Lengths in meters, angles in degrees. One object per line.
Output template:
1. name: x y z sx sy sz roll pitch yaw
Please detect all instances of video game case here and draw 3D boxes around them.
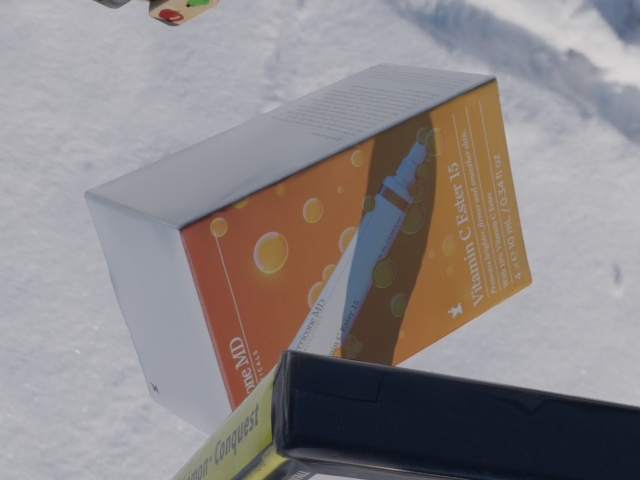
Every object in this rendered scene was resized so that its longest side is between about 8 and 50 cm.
1. video game case: 0.071 0.122 0.475 0.275 0.248 0.035 11 59 -18

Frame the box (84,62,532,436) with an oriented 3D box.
1. box: 0.000 0.000 1.075 0.345 0.168 0.215 -28 116 -29

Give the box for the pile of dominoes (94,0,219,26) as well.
1. pile of dominoes: -0.173 -0.222 0.821 0.251 0.196 0.040 20 64 -41
